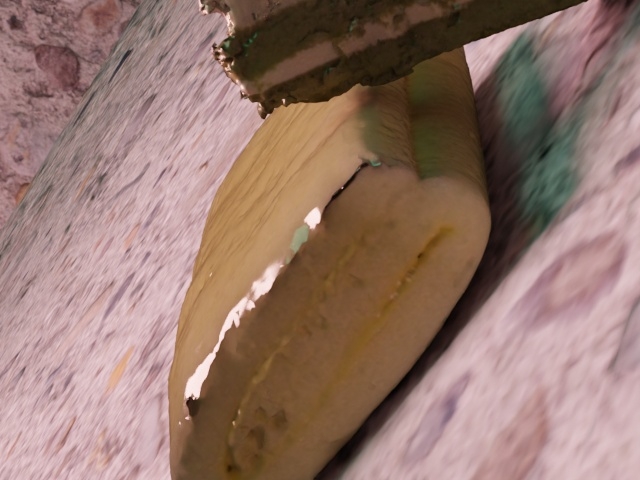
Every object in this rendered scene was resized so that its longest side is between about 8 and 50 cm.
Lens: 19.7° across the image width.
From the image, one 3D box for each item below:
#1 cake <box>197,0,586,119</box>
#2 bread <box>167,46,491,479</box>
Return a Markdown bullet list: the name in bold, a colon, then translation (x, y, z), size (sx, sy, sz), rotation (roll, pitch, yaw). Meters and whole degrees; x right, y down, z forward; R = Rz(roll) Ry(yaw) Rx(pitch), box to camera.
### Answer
- **cake**: translation (0.029, -0.079, 0.572), size (0.140, 0.051, 0.055), rotation (-21, 4, -10)
- **bread**: translation (0.000, -0.001, 0.609), size (0.139, 0.060, 0.178), rotation (-53, 12, 17)
